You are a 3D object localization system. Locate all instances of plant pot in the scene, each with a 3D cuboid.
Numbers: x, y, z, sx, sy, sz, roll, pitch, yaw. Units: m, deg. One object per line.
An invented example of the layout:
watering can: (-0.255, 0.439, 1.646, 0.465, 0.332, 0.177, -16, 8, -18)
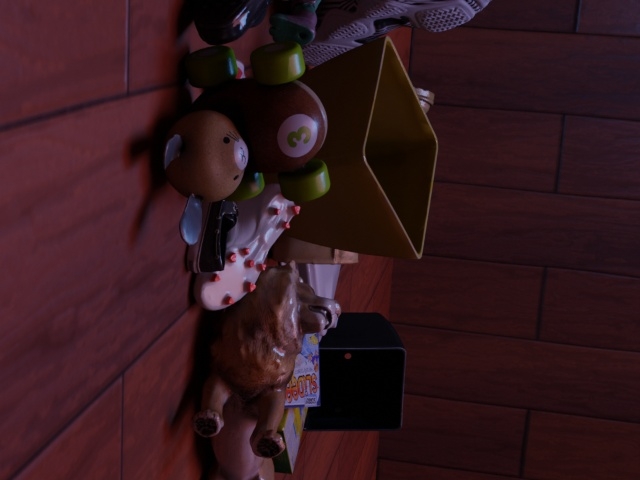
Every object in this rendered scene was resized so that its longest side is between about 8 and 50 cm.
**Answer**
plant pot: (0.025, -0.108, 1.366, 0.212, 0.187, 0.212, 56, 36, -44)
plant pot: (0.056, 0.232, 1.936, 0.167, 0.187, 0.188, -91, -178, -62)

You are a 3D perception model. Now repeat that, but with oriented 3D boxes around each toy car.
toy car: (-0.090, -0.084, 0.986, 0.188, 0.148, 0.155, -51, 135, -52)

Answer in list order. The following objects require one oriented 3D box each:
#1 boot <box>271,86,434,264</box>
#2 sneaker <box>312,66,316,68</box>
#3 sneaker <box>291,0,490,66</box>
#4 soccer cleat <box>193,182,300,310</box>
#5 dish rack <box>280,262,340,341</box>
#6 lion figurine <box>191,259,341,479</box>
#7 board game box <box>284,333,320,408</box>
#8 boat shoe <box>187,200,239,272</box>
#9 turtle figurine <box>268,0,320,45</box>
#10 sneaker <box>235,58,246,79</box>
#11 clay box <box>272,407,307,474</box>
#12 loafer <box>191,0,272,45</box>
boot: (0.047, -0.099, 1.545, 0.089, 0.236, 0.270, -161, -107, -80)
sneaker: (0.065, -0.166, 1.663, 0.111, 0.103, 0.252, -2, 78, -59)
sneaker: (0.086, -0.378, 1.387, 0.137, 0.365, 0.210, 10, 74, -40)
soccer cleat: (-0.096, 0.007, 1.200, 0.196, 0.076, 0.068, -55, 132, -36)
dish rack: (0.000, 0.000, 1.752, 0.333, 0.072, 0.286, 83, 17, -50)
lion figurine: (-0.090, 0.232, 1.246, 0.240, 0.142, 0.392, -82, -172, -63)
board game box: (-0.051, 0.173, 1.485, 0.201, 0.035, 0.136, 19, 68, -69)
boat shoe: (-0.111, -0.024, 1.143, 0.049, 0.040, 0.142, 81, 18, -57)
turtle figurine: (-0.013, -0.347, 1.245, 0.175, 0.118, 0.234, 88, 5, -46)
sneaker: (-0.102, -0.154, 1.113, 0.118, 0.042, 0.067, 50, 43, -80)
clay box: (-0.051, 0.238, 1.633, 0.127, 0.053, 0.222, 83, 15, -46)
loafer: (-0.080, -0.254, 1.079, 0.223, 0.076, 0.078, -78, 162, -52)
